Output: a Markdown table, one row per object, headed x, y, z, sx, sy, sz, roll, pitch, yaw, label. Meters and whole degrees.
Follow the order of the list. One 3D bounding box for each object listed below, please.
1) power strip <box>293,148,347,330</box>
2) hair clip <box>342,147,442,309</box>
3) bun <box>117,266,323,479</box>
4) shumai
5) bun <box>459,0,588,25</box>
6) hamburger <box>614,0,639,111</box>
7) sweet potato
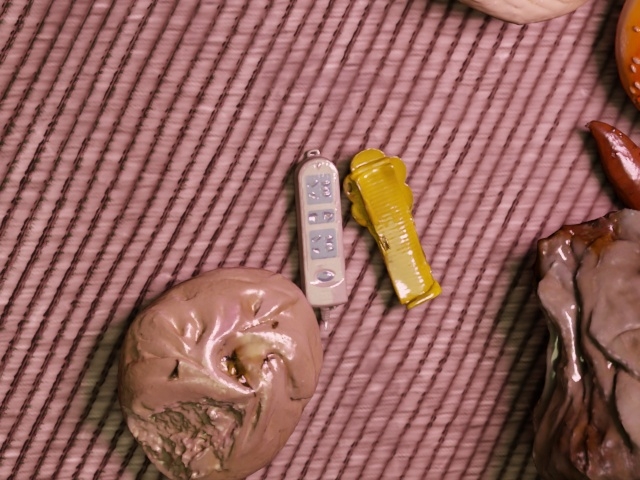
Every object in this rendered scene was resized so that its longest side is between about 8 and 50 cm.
| x | y | z | sx | sy | sz | roll | pitch | yaw | label |
| --- | --- | --- | --- | --- | --- | --- | --- | --- | --- |
| 0.000 | 0.000 | 1.824 | 0.047 | 0.030 | 0.191 | -5 | 96 | -11 | power strip |
| 0.077 | -0.017 | 1.830 | 0.072 | 0.046 | 0.173 | -27 | 102 | -11 | hair clip |
| -0.102 | 0.140 | 1.772 | 0.209 | 0.116 | 0.237 | 16 | 91 | -13 | bun |
| 0.327 | 0.094 | 1.783 | 0.309 | 0.304 | 0.263 | -25 | 88 | -3 | shumai |
| 0.212 | -0.345 | 1.768 | 0.259 | 0.160 | 0.259 | -11 | 126 | -15 | bun |
| 0.417 | -0.212 | 1.835 | 0.236 | 0.147 | 0.237 | -1 | 96 | -9 | hamburger |
| 0.369 | -0.029 | 1.889 | 0.057 | 0.057 | 0.264 | -42 | 105 | -5 | sweet potato |
